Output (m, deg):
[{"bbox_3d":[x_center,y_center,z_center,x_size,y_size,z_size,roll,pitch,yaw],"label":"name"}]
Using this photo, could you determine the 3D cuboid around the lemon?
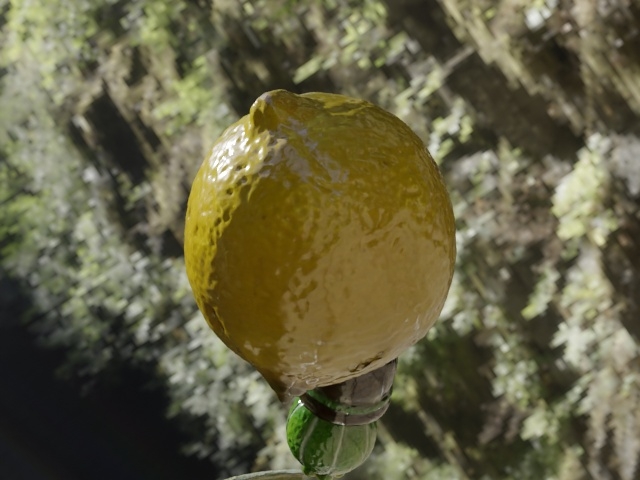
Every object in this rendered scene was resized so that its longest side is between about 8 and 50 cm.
[{"bbox_3d":[0.000,-0.007,1.233,0.228,0.228,0.253,-29,-47,-41],"label":"lemon"}]

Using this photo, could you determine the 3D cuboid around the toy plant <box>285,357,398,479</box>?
[{"bbox_3d":[0.018,0.155,1.394,0.093,0.093,0.162,-27,-41,-50],"label":"toy plant"}]

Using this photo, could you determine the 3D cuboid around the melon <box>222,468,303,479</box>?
[{"bbox_3d":[-0.099,0.279,1.469,0.182,0.098,0.054,-2,-32,-14],"label":"melon"}]
